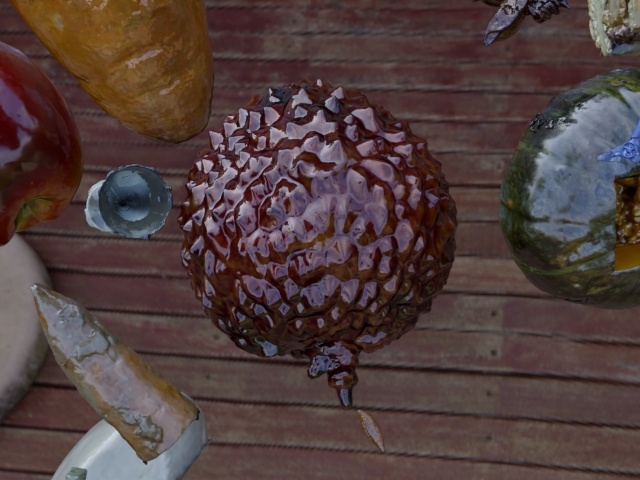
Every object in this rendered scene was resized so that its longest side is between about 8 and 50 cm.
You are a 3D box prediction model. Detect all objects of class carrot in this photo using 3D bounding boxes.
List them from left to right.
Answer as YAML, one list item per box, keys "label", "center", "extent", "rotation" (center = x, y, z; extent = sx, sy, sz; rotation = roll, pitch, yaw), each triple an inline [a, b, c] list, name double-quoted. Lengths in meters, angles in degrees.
- label: "carrot"
  center: [-0.267, 0.153, 1.117]
  extent: [0.102, 0.102, 0.263]
  rotation: [-42, 101, -17]
- label: "carrot"
  center: [-0.162, -0.175, 0.714]
  extent: [0.159, 0.225, 0.159]
  rotation: [-16, 30, 9]

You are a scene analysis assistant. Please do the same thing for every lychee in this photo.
- label: "lychee"
  center: [0.000, 0.000, 1.344]
  extent: [0.424, 0.425, 0.500]
  rotation: [-14, 67, 1]

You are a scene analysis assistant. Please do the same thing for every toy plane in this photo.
- label: "toy plane"
  center: [0.300, -0.137, 0.785]
  extent: [0.054, 0.167, 0.062]
  rotation: [1, 32, -44]

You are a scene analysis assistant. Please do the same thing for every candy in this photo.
- label: "candy"
  center: [-0.340, 0.415, 1.531]
  extent: [0.186, 0.427, 0.386]
  rotation: [35, 89, 7]

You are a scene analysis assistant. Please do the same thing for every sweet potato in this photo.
- label: "sweet potato"
  center: [0.102, 0.375, 1.782]
  extent: [0.034, 0.034, 0.095]
  rotation: [-28, 88, -8]

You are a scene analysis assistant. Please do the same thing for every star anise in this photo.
- label: "star anise"
  center: [0.257, -0.320, 1.081]
  extent: [0.140, 0.144, 0.158]
  rotation: [8, 62, 5]

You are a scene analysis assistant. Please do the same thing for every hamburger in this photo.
- label: "hamburger"
  center: [0.473, -0.399, 1.262]
  extent: [0.282, 0.155, 0.245]
  rotation: [-42, 99, -8]

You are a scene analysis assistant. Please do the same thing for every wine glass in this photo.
- label: "wine glass"
  center: [-0.322, -0.057, 1.462]
  extent: [0.122, 0.183, 0.122]
  rotation: [2, 86, -26]

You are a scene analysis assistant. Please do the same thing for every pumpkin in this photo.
- label: "pumpkin"
  center: [0.379, -0.059, 1.153]
  extent: [0.320, 0.321, 0.192]
  rotation: [-25, 22, -6]

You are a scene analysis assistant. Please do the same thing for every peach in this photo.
- label: "peach"
  center: [-0.365, -0.113, 0.955]
  extent: [0.199, 0.243, 0.243]
  rotation: [-36, 56, 12]

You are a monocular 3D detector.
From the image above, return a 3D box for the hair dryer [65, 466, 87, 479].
- label: "hair dryer"
  center: [-0.230, 0.444, 1.070]
  extent: [0.298, 0.295, 0.119]
  rotation: [-61, 19, 8]
